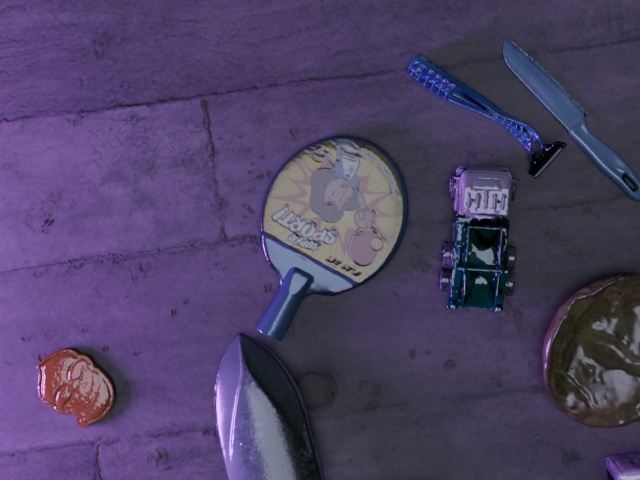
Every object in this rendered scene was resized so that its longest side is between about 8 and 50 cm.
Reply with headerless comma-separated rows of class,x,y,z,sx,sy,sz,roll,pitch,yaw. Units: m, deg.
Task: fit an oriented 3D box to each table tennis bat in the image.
table tennis bat,0.000,0.000,1.773,0.215,0.044,0.329,29,94,-2

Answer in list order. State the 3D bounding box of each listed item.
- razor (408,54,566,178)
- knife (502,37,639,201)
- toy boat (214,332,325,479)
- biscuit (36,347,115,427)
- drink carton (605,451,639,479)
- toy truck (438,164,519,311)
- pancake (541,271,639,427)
razor,0.238,-0.191,1.744,0.253,0.042,0.082,33,137,0
knife,0.373,-0.179,1.751,0.044,0.019,0.313,-44,92,-2
toy boat,-0.082,0.294,1.783,0.141,0.092,0.320,-14,88,4
biscuit,-0.376,0.224,1.818,0.130,0.019,0.102,39,95,-1
drink carton,0.512,0.430,1.767,0.134,0.102,0.222,-9,95,1
toy truck,0.235,0.000,1.723,0.110,0.116,0.216,4,96,2
pancake,0.442,0.165,1.770,0.241,0.050,0.242,-1,102,-5
